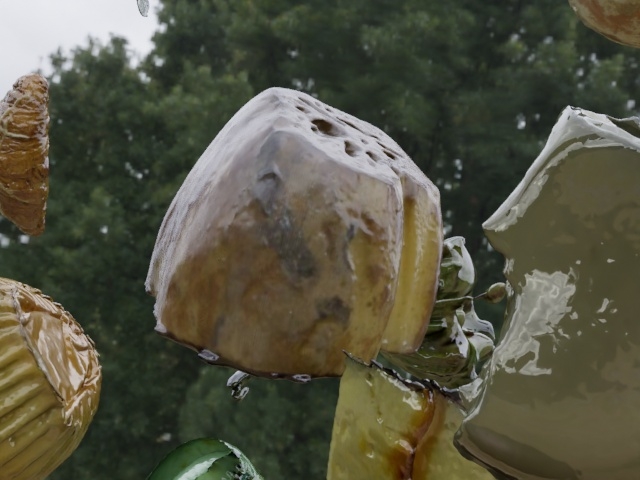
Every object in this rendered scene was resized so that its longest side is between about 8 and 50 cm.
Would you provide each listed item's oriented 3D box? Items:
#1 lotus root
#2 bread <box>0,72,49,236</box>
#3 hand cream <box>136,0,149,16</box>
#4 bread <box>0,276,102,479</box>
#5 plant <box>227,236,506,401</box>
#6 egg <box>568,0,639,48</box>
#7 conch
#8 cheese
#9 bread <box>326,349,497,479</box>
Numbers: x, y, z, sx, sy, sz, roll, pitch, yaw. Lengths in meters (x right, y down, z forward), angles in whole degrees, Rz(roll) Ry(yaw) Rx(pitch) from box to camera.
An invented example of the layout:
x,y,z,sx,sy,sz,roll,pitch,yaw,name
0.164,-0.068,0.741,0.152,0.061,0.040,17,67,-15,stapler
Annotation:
x,y,z,sx,sy,sz,roll,pitch,yaw,name
0.000,0.000,0.928,0.316,0.250,0.316,19,16,-6,lotus root
-0.374,-0.098,1.139,0.076,0.105,0.233,-4,-52,-21,bread
-0.088,-0.216,0.404,0.050,0.080,0.234,-1,-41,-4,hand cream
-0.313,0.129,0.920,0.139,0.240,0.240,-27,-18,2,bread
0.064,0.088,1.184,0.333,0.180,0.251,0,12,9,plant
0.460,-0.376,1.320,0.233,0.195,0.195,25,-16,-6,egg
-0.127,0.273,0.868,0.143,0.137,0.250,-3,1,13,conch
0.148,0.040,0.461,0.175,0.202,0.091,36,7,29,cheese
0.146,0.241,0.787,0.242,0.405,0.346,-7,24,-28,bread
